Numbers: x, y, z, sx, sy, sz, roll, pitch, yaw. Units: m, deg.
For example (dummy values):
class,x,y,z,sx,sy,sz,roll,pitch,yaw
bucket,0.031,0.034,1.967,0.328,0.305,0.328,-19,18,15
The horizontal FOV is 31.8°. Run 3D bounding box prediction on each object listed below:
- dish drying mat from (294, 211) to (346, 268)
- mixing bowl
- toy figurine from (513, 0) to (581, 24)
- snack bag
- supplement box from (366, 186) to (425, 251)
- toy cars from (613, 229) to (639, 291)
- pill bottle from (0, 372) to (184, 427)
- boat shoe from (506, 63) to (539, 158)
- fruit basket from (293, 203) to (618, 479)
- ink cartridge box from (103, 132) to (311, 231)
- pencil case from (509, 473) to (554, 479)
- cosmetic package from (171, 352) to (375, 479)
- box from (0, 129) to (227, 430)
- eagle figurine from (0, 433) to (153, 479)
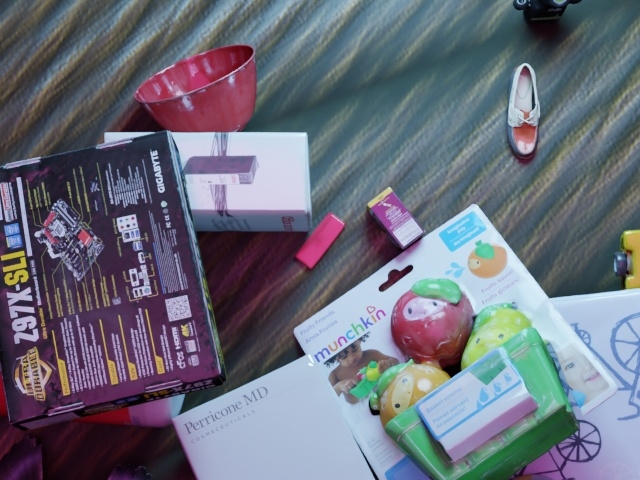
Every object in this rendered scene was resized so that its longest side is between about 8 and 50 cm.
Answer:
class,x,y,z,sx,sy,sz,roll,pitch,yaw
dish drying mat,0.000,0.000,1.634,0.032,0.008,0.083,38,86,5
mixing bowl,-0.162,-0.196,1.592,0.182,0.181,0.098,-22,116,-2
toy figurine,0.319,-0.438,1.607,0.209,0.148,0.213,42,86,4
snack bag,0.365,0.244,1.543,0.323,0.037,0.342,-9,85,21
supplement box,0.107,-0.030,1.613,0.043,0.055,0.083,-38,86,-4
toy cars,0.537,0.148,1.579,0.176,0.087,0.393,-44,89,7
pill bottle,-0.387,0.126,1.514,0.408,0.229,0.229,4,84,1
boat shoe,0.297,-0.189,1.634,0.049,0.043,0.137,0,85,-1
fruit basket,0.165,0.155,1.507,0.327,0.165,0.353,-34,61,4
ink cartridge box,-0.148,-0.077,1.548,0.273,0.197,0.114,1,84,0
pencil case,0.255,0.364,1.422,0.124,0.273,0.113,38,97,16
cosmetic package,-0.021,0.371,1.476,0.217,0.156,0.385,-27,72,-9
box,-0.273,0.046,1.377,0.257,0.079,0.321,-14,76,-2
eagle figurine,-0.364,0.426,1.502,0.225,0.298,0.226,-28,111,21
